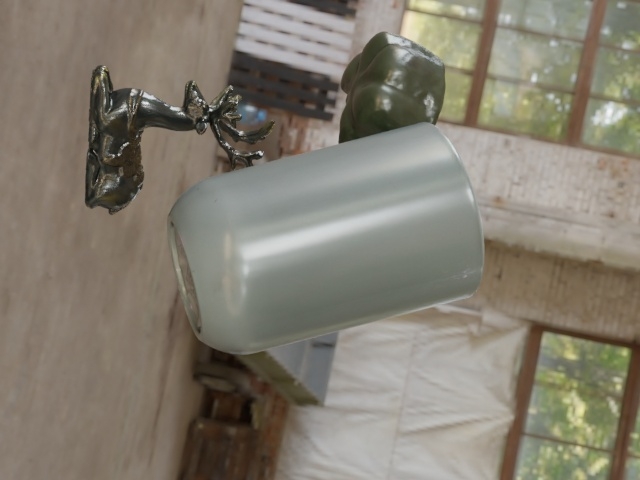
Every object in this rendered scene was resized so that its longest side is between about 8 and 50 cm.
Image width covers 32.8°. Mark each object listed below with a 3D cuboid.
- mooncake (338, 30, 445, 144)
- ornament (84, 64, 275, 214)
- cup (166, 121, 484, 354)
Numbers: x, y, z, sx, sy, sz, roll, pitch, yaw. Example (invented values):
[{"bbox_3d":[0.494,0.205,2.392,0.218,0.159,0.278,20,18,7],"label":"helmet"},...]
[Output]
[{"bbox_3d":[0.081,-0.180,1.401,0.168,0.104,0.175,-65,-158,12],"label":"mooncake"},{"bbox_3d":[-0.181,-0.113,1.395,0.080,0.236,0.202,-98,-166,-62],"label":"ornament"},{"bbox_3d":[0.000,0.000,1.192,0.205,0.312,0.205,166,-90,-75],"label":"cup"}]
